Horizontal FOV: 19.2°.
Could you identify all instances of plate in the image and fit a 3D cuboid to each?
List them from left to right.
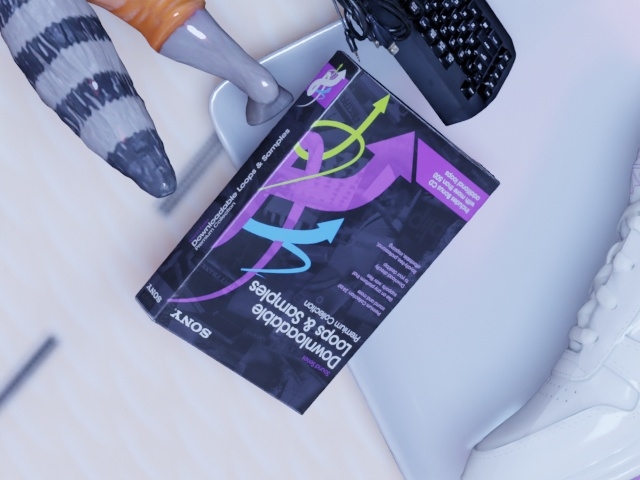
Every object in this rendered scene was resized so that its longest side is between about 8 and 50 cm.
[{"bbox_3d":[0.117,-0.028,1.023,0.278,0.045,0.277,-29,106,-1],"label":"plate"}]

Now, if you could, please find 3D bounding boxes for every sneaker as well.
[{"bbox_3d":[0.182,0.020,0.980,0.305,0.114,0.152,-38,92,-3],"label":"sneaker"}]

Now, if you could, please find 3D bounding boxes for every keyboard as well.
[{"bbox_3d":[0.036,-0.137,0.907,0.192,0.038,0.100,51,52,-23],"label":"keyboard"}]

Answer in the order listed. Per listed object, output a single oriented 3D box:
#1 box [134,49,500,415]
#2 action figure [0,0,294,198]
[{"bbox_3d":[0.000,0.000,0.955,0.116,0.029,0.162,35,99,-36],"label":"box"},{"bbox_3d":[-0.124,-0.187,0.878,0.341,0.178,0.330,-27,100,-6],"label":"action figure"}]
